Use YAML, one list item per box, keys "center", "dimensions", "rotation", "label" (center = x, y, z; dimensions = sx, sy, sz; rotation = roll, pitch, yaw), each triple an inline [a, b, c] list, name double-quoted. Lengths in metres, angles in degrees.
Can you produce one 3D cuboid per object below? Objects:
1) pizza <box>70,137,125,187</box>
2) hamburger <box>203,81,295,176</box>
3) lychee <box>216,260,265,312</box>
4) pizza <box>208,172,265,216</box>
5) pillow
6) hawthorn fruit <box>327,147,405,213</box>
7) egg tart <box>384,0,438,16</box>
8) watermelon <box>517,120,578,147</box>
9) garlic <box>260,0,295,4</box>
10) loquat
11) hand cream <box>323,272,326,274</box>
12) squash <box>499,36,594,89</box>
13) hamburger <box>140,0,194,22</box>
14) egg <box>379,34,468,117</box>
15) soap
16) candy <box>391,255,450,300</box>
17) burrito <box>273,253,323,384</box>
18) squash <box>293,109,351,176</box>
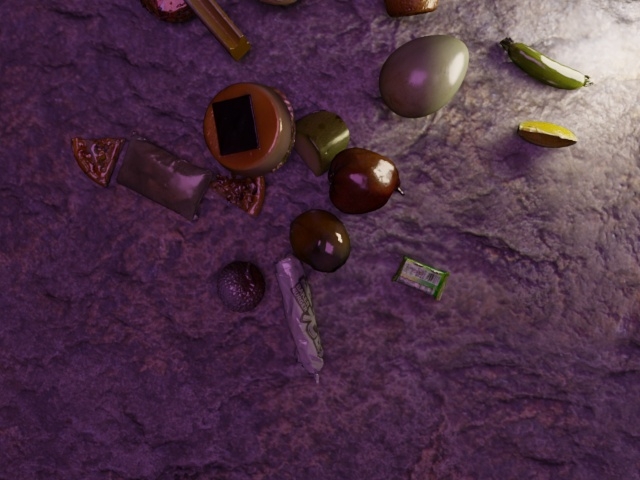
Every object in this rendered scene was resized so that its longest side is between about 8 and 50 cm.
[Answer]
- center: [-0.708, -0.272, 1.635]
  dimensions: [0.176, 0.036, 0.185]
  rotation: [-22, 96, 4]
  label: "pizza"
- center: [-0.212, -0.337, 1.543]
  dimensions: [0.299, 0.176, 0.301]
  rotation: [1, 96, 13]
  label: "hamburger"
- center: [-0.253, 0.143, 1.609]
  dimensions: [0.165, 0.165, 0.197]
  rotation: [36, 130, -3]
  label: "lychee"
- center: [-0.275, -0.165, 1.621]
  dimensions: [0.193, 0.069, 0.154]
  rotation: [11, 96, 1]
  label: "pizza"
- center: [-0.502, -0.203, 1.618]
  dimensions: [0.302, 0.075, 0.185]
  rotation: [28, 105, 1]
  label: "pillow"
- center: [0.145, -0.175, 1.555]
  dimensions: [0.247, 0.208, 0.208]
  rotation: [6, 97, -13]
  label: "hawthorn fruit"
- center: [0.273, -0.751, 1.491]
  dimensions: [0.202, 0.203, 0.147]
  rotation: [-8, 110, 2]
  label: "egg tart"
- center: [0.705, -0.345, 1.571]
  dimensions: [0.181, 0.092, 0.075]
  rotation: [14, 83, 8]
  label: "watermelon"
- center: [-0.137, -0.867, 1.469]
  dimensions: [0.313, 0.249, 0.286]
  rotation: [-43, 77, -14]
  label: "garlic"
- center: [0.000, 0.000, 1.564]
  dimensions: [0.227, 0.179, 0.179]
  rotation: [38, 98, 41]
  label: "loquat"
- center: [0.042, 0.048, 1.661]
  dimensions: [0.061, 0.039, 0.143]
  rotation: [42, 105, -9]
  label: "hand cream"
- center: [0.697, -0.534, 1.557]
  dimensions: [0.318, 0.080, 0.071]
  rotation: [26, 135, -1]
  label: "squash"
- center: [-0.462, -0.785, 1.538]
  dimensions: [0.230, 0.107, 0.231]
  rotation: [-1, 99, -6]
  label: "hamburger"
- center: [0.313, -0.496, 1.499]
  dimensions: [0.295, 0.218, 0.219]
  rotation: [-36, 95, -8]
  label: "egg"
- center: [-0.304, -0.646, 1.492]
  dimensions: [0.073, 0.140, 0.232]
  rotation: [-40, 118, 8]
  label: "soap"
- center: [0.333, 0.123, 1.661]
  dimensions: [0.178, 0.032, 0.102]
  rotation: [21, 100, -3]
  label: "candy"
- center: [-0.064, 0.256, 1.635]
  dimensions: [0.101, 0.139, 0.446]
  rotation: [-13, 100, -2]
  label: "burrito"
- center: [0.001, -0.325, 1.589]
  dimensions: [0.184, 0.085, 0.192]
  rotation: [-39, 96, 6]
  label: "squash"
